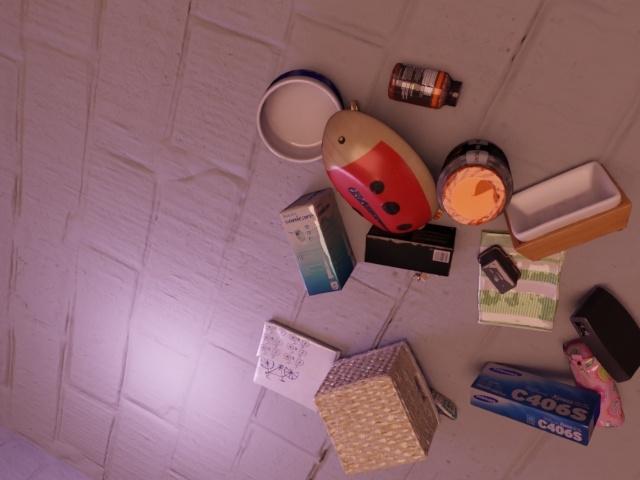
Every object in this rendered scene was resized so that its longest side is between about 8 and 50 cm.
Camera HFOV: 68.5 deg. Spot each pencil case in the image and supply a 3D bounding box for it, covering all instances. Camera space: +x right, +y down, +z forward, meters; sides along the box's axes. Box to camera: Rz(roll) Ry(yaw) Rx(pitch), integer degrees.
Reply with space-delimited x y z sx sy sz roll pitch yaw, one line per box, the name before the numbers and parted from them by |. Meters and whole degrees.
pencil case | 0.863 0.451 1.487 0.124 0.124 0.284 -17 104 24

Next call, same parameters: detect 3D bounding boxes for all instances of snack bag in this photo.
snack bag | -0.113 0.513 1.893 0.322 0.037 0.343 22 116 9

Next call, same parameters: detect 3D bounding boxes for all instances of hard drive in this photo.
hard drive | 0.872 0.279 1.401 0.172 0.054 0.255 -40 94 -18

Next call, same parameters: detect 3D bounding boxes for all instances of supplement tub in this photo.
supplement tub | 0.299 -0.437 1.346 0.197 0.106 0.106 17 115 12
supplement tub | 0.423 -0.161 1.291 0.193 0.316 0.194 6 111 16

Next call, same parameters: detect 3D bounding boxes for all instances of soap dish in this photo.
soap dish | 0.670 -0.077 1.301 0.290 0.229 0.118 -26 117 26

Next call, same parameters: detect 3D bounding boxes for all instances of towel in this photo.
towel | 0.630 0.132 1.491 0.247 0.038 0.325 4 111 18

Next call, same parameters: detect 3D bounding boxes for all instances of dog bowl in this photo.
dog bowl | -0.058 -0.380 1.445 0.264 0.104 0.265 2 127 3

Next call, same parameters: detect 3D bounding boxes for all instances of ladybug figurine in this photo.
ladybug figurine | 0.164 -0.171 1.361 0.449 0.162 0.305 44 158 -22

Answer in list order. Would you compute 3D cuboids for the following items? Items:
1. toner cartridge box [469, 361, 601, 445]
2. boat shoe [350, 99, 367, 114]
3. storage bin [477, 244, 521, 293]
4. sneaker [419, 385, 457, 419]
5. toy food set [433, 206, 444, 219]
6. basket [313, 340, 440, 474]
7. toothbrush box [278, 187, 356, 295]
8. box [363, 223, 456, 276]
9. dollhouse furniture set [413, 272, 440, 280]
toner cartridge box | 0.670 0.502 1.483 0.347 0.165 0.075 9 115 40
boat shoe | 0.129 -0.374 1.463 0.045 0.050 0.136 -12 116 19
storage bin | 0.552 0.093 1.438 0.098 0.091 0.135 -37 93 27
sneaker | 0.426 0.609 1.738 0.166 0.065 0.076 36 125 12
toy food set | 0.358 -0.105 1.501 0.083 0.020 0.083 36 117 3
basket | 0.193 0.582 1.640 0.331 0.266 0.329 -24 91 25
toothbrush box | 0.000 0.000 1.555 0.126 0.216 0.296 -12 107 22
box | 0.285 0.013 1.481 0.261 0.184 0.103 10 116 15
dollhouse furniture set | 0.359 0.125 1.540 0.081 0.114 0.091 26 114 3
